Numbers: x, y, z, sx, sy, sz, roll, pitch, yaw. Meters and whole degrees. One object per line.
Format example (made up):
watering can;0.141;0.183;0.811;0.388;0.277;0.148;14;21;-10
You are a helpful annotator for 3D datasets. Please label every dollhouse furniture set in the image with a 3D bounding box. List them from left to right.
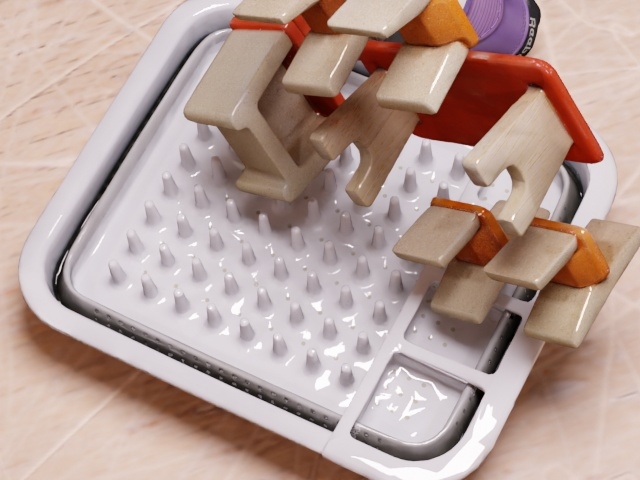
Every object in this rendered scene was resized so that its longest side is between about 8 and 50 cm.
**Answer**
dollhouse furniture set;0.052;-0.087;1.111;0.259;0.262;0.135;13;58;45

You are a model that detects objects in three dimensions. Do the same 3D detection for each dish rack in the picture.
dish rack;0.000;0.000;1.234;0.333;0.072;0.285;24;68;13

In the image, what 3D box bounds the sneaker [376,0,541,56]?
sneaker;0.050;-0.207;1.333;0.107;0.124;0.283;-56;45;21
